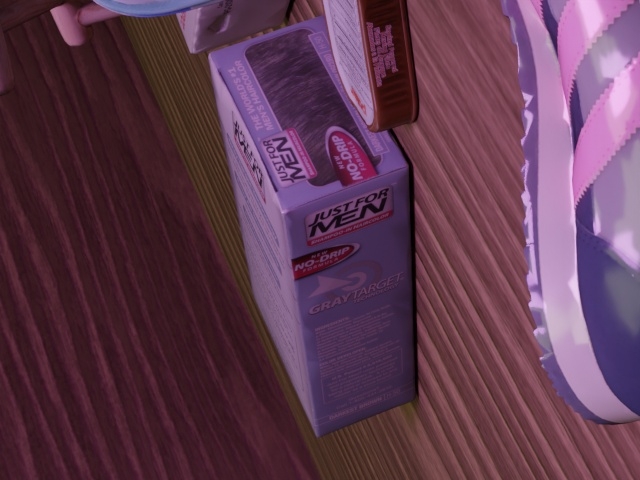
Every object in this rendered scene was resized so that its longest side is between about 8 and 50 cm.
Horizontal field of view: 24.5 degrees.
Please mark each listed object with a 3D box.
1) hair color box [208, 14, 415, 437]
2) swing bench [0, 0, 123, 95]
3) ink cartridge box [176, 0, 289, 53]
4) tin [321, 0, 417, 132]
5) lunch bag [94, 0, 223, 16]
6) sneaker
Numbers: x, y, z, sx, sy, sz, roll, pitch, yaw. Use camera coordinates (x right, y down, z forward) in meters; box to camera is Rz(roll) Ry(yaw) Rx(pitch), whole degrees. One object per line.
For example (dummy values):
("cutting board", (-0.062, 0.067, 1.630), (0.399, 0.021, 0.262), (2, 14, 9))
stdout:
("hair color box", (0.000, 0.000, 1.338), (0.374, 0.114, 0.185), (83, 164, -55))
("swing bench", (-0.074, -0.237, 0.737), (0.165, 0.253, 0.254), (-69, -37, -72))
("ink cartridge box", (-0.109, -0.313, 1.353), (0.172, 0.100, 0.237), (127, 123, -79))
("tin", (0.030, -0.164, 1.070), (0.106, 0.040, 0.189), (-114, 9, -48))
("lunch bag", (-0.030, -0.238, 0.591), (0.108, 0.224, 0.279), (-77, -30, -72))
("sneaker", (0.135, -0.086, 0.519), (0.131, 0.112, 0.319), (0, 107, 49))
